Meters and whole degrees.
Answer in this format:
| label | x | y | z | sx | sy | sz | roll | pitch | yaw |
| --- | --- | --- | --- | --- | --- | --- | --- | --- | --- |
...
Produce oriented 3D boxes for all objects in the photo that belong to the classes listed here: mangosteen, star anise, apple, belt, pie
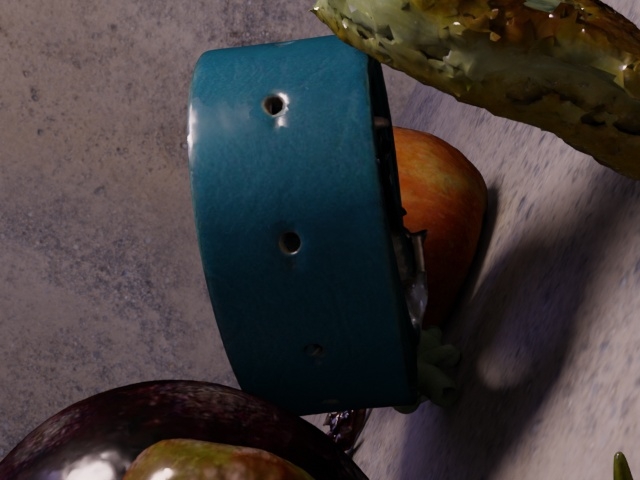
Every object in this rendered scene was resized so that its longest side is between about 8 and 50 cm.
| label | x | y | z | sx | sy | sz | roll | pitch | yaw |
| --- | --- | --- | --- | --- | --- | --- | --- | --- | --- |
| mangosteen | -0.111 | 0.284 | 0.792 | 0.435 | 0.382 | 0.382 | 82 | -149 | -76 |
| star anise | 0.006 | 0.297 | 1.490 | 0.212 | 0.053 | 0.157 | -60 | 6 | 33 |
| apple | 0.042 | -0.005 | 1.347 | 0.301 | 0.301 | 0.301 | -155 | 90 | -86 |
| belt | -0.001 | 0.000 | 0.998 | 0.436 | 0.173 | 0.300 | 60 | -155 | -67 |
| pie | 0.140 | -0.145 | 0.823 | 0.103 | 0.288 | 0.355 | -63 | 9 | 15 |

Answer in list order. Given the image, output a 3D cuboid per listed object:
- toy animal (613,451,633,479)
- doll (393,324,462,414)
| label | x | y | z | sx | sy | sz | roll | pitch | yaw |
| --- | --- | --- | --- | --- | --- | --- | --- | --- | --- |
| toy animal | 0.158 | 0.149 | 0.470 | 0.202 | 0.070 | 0.105 | 172 | 104 | -80 |
| doll | 0.095 | 0.144 | 1.168 | 0.115 | 0.077 | 0.150 | -20 | 15 | 2 |
